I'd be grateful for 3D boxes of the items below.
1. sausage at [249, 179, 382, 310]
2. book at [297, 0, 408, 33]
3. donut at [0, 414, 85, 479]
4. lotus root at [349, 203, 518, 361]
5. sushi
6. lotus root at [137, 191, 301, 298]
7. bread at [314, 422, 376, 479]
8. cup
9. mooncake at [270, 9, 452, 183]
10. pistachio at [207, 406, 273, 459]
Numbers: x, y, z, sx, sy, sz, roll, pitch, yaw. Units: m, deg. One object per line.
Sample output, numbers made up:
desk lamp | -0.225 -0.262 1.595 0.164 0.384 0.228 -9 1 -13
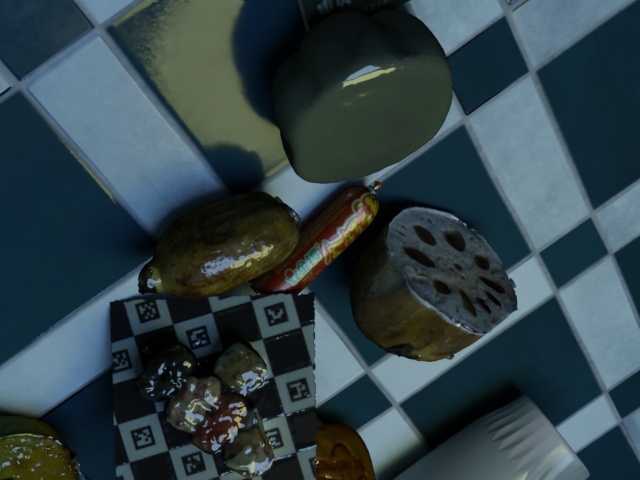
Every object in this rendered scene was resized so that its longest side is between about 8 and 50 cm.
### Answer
sausage | 0.000 0.000 1.801 0.264 0.083 0.083 -45 132 9
book | 0.044 -0.415 1.531 0.202 0.027 0.264 -26 132 -8
donut | -0.514 0.387 1.819 0.272 0.107 0.272 -16 128 -22
lotus root | 0.171 0.092 1.861 0.272 0.272 0.192 16 126 -35
sushi | -0.162 0.252 1.739 0.320 0.069 0.339 0 92 -5
lotus root | -0.153 0.013 1.680 0.260 0.145 0.128 -26 110 -12
bread | -0.005 0.454 2.029 0.148 0.270 0.270 -11 144 34
cup | 0.320 0.492 2.229 0.371 0.253 0.253 -38 133 0
mooncake | 0.056 -0.204 1.612 0.275 0.135 0.275 -18 145 -13
pistachio | -0.157 0.343 1.906 0.208 0.226 0.332 25 116 3
